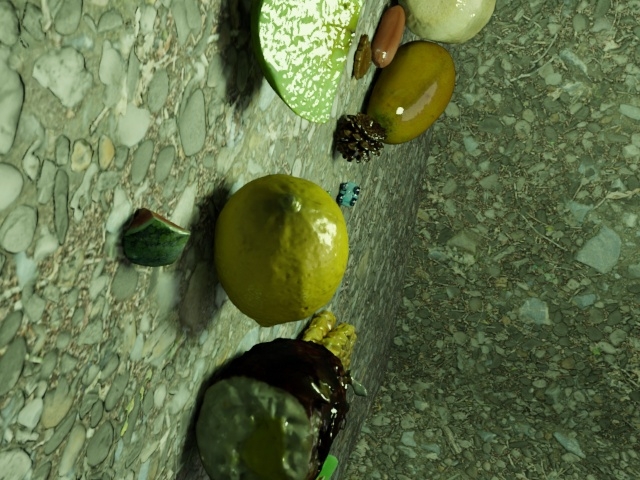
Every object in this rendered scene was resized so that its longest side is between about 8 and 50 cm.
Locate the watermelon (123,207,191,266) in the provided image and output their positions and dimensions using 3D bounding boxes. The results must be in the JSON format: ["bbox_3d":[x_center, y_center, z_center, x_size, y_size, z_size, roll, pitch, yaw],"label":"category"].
[{"bbox_3d":[-0.234,-0.001,1.029,0.092,0.084,0.072,-41,-157,21],"label":"watermelon"}]

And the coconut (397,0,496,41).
[{"bbox_3d":[0.366,-0.714,2.100,0.329,0.329,0.329,16,90,-76],"label":"coconut"}]

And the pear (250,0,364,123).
[{"bbox_3d":[-0.054,-0.360,1.200,0.239,0.139,0.288,1,109,-60],"label":"pear"}]

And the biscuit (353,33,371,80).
[{"bbox_3d":[0.111,-0.476,1.913,0.130,0.019,0.119,-5,110,-74],"label":"biscuit"}]

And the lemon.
[{"bbox_3d":[-0.071,0.021,1.296,0.320,0.245,0.245,103,11,-54],"label":"lemon"}]

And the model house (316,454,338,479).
[{"bbox_3d":[-0.141,0.694,1.780,0.358,0.242,0.313,-40,146,-68],"label":"model house"}]

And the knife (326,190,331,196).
[{"bbox_3d":[0.002,0.000,2.006,0.043,0.020,0.293,-37,140,-65],"label":"knife"}]

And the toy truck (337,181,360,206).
[{"bbox_3d":[0.083,-0.135,2.114,0.090,0.056,0.073,-63,172,-86],"label":"toy truck"}]

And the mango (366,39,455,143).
[{"bbox_3d":[0.260,-0.429,2.153,0.378,0.221,0.264,-52,160,-33],"label":"mango"}]

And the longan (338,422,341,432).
[{"bbox_3d":[-0.016,0.566,2.279,0.187,0.167,0.167,-58,176,31],"label":"longan"}]

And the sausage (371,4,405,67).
[{"bbox_3d":[0.188,-0.564,2.008,0.077,0.077,0.194,68,40,-68],"label":"sausage"}]

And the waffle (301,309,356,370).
[{"bbox_3d":[0.000,0.365,2.131,0.324,0.151,0.261,-52,149,-64],"label":"waffle"}]

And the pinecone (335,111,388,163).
[{"bbox_3d":[0.102,-0.262,1.893,0.121,0.140,0.140,-50,-176,39],"label":"pinecone"}]

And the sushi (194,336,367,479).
[{"bbox_3d":[-0.090,0.362,1.526,0.299,0.281,0.294,-63,168,13],"label":"sushi"}]
